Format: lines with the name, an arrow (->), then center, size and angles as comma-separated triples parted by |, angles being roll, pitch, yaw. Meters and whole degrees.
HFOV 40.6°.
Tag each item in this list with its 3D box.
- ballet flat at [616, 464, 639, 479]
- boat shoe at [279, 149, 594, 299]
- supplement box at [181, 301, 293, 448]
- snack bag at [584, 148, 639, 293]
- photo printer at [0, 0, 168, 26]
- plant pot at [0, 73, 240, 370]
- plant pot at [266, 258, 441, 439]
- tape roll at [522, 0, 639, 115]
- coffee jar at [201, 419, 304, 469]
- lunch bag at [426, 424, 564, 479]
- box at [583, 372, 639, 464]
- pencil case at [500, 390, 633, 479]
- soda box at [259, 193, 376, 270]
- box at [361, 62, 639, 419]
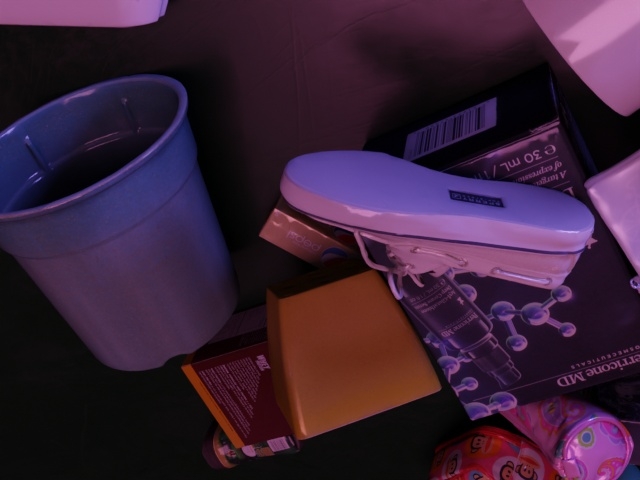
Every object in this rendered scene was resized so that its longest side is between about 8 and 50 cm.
ballet flat -> 0.456, 0.374, 1.482 | 0.203, 0.074, 0.074 | 31, 122, -13
boat shoe -> 0.127, -0.001, 1.043 | 0.367, 0.136, 0.156 | 8, 125, -5
supplement box -> -0.090, 0.221, 1.461 | 0.194, 0.129, 0.191 | -19, 115, 22
snack bag -> 0.521, -0.026, 1.049 | 0.323, 0.037, 0.342 | -35, 106, 10
photo printer -> -0.350, -0.409, 1.146 | 0.308, 0.107, 0.256 | 4, 122, 9
plant pot -> -0.292, -0.010, 1.265 | 0.341, 0.341, 0.334 | -9, 126, 17
plant pot -> 0.022, 0.140, 1.256 | 0.212, 0.212, 0.187 | -18, 98, -9
tape roll -> 0.352, -0.289, 0.992 | 0.246, 0.246, 0.169 | 43, 120, -15
coffee jar -> -0.122, 0.354, 1.569 | 0.184, 0.096, 0.079 | -18, 113, 22
lunch bag -> 0.332, 0.444, 1.490 | 0.293, 0.120, 0.258 | 30, 147, -7
box -> 0.500, 0.265, 1.348 | 0.156, 0.158, 0.093 | 4, 121, 9
pencil case -> 0.340, 0.260, 1.304 | 0.124, 0.284, 0.124 | -5, 106, -16
soda box -> 0.000, 0.000, 1.351 | 0.181, 0.058, 0.061 | 28, 122, -7
box -> 0.263, 0.011, 1.213 | 0.294, 0.212, 0.395 | -23, 115, 22
